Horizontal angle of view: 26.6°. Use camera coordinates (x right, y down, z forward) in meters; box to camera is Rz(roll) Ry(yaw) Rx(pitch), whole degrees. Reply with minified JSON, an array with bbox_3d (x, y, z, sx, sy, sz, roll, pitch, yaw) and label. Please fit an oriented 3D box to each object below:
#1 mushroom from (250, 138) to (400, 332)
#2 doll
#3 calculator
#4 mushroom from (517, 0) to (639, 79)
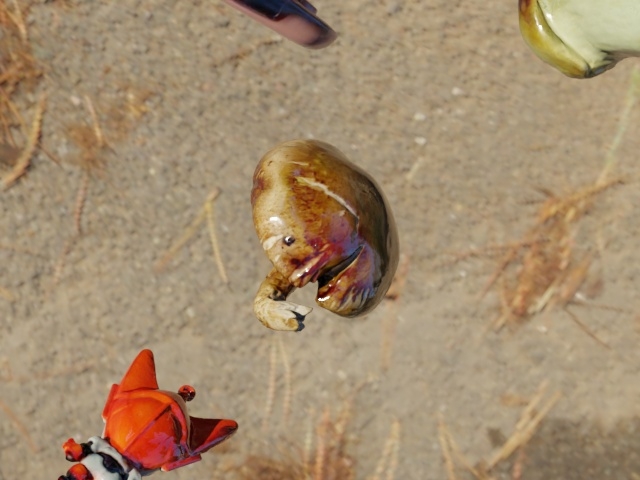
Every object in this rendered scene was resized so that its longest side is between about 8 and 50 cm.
[{"bbox_3d":[0.001,0.000,0.960,0.135,0.080,0.170,41,46,-22],"label":"mushroom"},{"bbox_3d":[-0.148,0.161,1.106,0.109,0.169,0.057,39,122,6],"label":"doll"},{"bbox_3d":[-0.124,-0.221,0.917,0.330,0.220,0.048,30,97,-27],"label":"calculator"},{"bbox_3d":[0.214,-0.122,0.581,0.100,0.312,0.081,-52,120,-24],"label":"mushroom"}]
